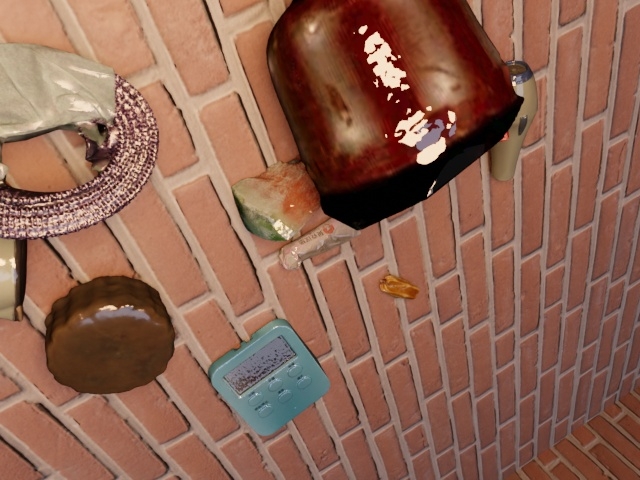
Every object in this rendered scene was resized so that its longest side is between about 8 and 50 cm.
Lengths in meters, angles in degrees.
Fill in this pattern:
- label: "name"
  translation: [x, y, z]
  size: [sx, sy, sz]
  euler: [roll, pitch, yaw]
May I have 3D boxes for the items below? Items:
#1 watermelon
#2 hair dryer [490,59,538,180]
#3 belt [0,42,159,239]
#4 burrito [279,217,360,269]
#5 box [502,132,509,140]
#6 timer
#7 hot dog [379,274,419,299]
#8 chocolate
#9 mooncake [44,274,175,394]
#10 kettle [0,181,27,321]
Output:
- label: "watermelon"
  translation: [-0.042, -0.106, 0.960]
  size: [0.241, 0.154, 0.095]
  euler: [-41, 132, -19]
- label: "hair dryer"
  translation: [0.373, -0.227, 1.144]
  size: [0.298, 0.119, 0.296]
  euler: [-32, 136, 13]
- label: "belt"
  translation: [-0.394, -0.134, 0.692]
  size: [0.324, 0.122, 0.261]
  euler: [-14, 98, -23]
- label: "burrito"
  translation: [0.001, 0.000, 1.087]
  size: [0.203, 0.064, 0.064]
  euler: [-29, 129, -13]
- label: "box"
  translation: [0.278, -0.255, 0.991]
  size: [0.182, 0.099, 0.133]
  euler: [-7, 104, 11]
- label: "timer"
  translation: [-0.123, 0.336, 1.213]
  size: [0.231, 0.091, 0.250]
  euler: [-36, 126, -4]
- label: "hot dog"
  translation: [0.205, 0.125, 1.296]
  size: [0.133, 0.041, 0.056]
  euler: [21, 99, -31]
- label: "chocolate"
  translation: [0.078, -0.257, 0.769]
  size: [0.383, 0.383, 0.331]
  euler: [-38, 108, -2]
- label: "mooncake"
  translation: [-0.396, 0.176, 0.936]
  size: [0.228, 0.124, 0.228]
  euler: [-12, 127, -17]
- label: "kettle"
  translation: [-0.573, 0.010, 0.715]
  size: [0.255, 0.165, 0.241]
  euler: [-1, 91, -30]
